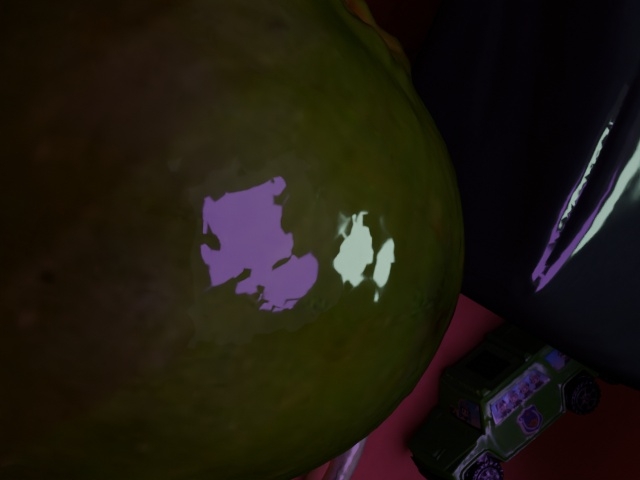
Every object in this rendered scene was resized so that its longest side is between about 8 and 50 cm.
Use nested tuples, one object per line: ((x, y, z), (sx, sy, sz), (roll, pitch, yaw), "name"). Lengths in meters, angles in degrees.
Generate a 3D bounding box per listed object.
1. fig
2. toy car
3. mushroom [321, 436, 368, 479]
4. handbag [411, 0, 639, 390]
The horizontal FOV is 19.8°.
((-0.096, -0.003, 0.837), (0.316, 0.316, 0.316), (-18, 124, -29), "fig")
((0.127, 0.096, 1.204), (0.165, 0.071, 0.062), (-38, 117, -14), "toy car")
((0.072, 0.064, 1.166), (0.306, 0.043, 0.068), (-53, 151, -2), "mushroom")
((0.190, -0.064, 1.039), (0.302, 0.178, 0.275), (29, 86, -53), "handbag")
